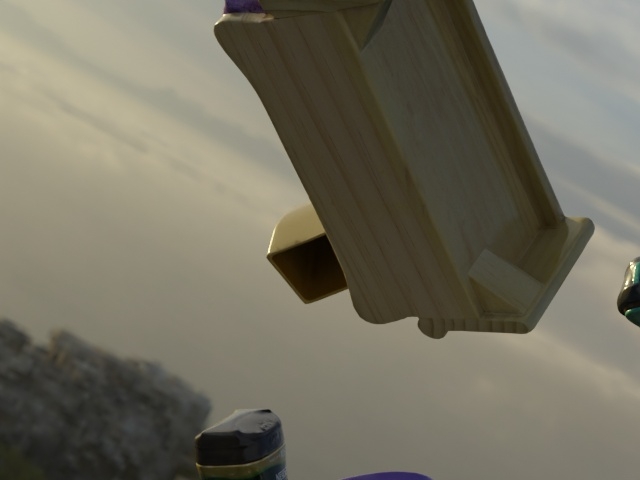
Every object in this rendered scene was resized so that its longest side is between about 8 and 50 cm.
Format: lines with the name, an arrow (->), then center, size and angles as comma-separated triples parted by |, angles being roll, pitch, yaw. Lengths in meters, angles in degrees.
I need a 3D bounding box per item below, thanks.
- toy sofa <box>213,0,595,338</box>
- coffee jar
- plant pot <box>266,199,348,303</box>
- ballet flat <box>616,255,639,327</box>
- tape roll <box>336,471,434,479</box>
toy sofa -> 0.076, -0.098, 1.376 | 0.177, 0.150, 0.362 | -1, -52, 39
coffee jar -> -0.069, 0.261, 1.607 | 0.079, 0.184, 0.096 | -5, 9, 24
plant pot -> 0.000, 0.000, 1.687 | 0.081, 0.081, 0.083 | 52, 26, -36
ballet flat -> 0.330, 0.067, 1.551 | 0.074, 0.074, 0.203 | 29, -7, 35
tape roll -> 0.053, 0.342, 1.920 | 0.189, 0.189, 0.080 | 25, 45, -50
